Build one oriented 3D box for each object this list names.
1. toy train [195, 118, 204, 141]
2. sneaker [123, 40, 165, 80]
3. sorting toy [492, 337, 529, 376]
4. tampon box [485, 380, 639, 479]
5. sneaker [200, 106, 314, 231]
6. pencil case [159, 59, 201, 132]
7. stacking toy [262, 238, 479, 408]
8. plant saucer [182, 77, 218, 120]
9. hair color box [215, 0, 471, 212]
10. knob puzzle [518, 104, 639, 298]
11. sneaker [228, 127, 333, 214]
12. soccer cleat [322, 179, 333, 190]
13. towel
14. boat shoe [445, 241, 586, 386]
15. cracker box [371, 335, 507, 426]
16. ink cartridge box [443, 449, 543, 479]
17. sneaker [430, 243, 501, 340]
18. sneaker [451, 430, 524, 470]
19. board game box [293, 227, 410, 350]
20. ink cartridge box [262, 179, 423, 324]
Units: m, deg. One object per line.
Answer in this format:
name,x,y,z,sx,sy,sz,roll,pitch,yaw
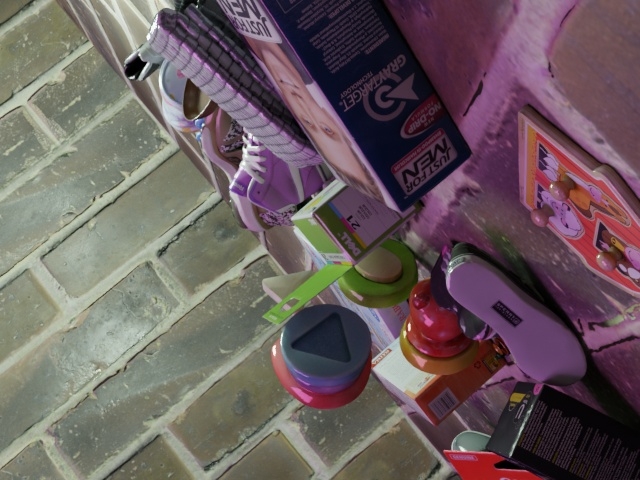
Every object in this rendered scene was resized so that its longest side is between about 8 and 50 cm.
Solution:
toy train,-0.183,-0.240,1.868,0.184,0.105,0.080,100,174,-66
sneaker,-0.357,-0.381,2.066,0.086,0.132,0.229,51,172,-2
sorting toy,0.273,0.161,1.389,0.102,0.042,0.061,53,172,-18
tampon box,0.308,0.254,1.219,0.161,0.101,0.120,28,172,-2
sneaker,-0.081,-0.152,1.756,0.182,0.158,0.410,12,152,20
pencil case,-0.271,-0.299,2.029,0.124,0.113,0.273,55,171,1
stacking toy,0.061,0.088,1.476,0.130,0.309,0.279,87,161,-49
plant saucer,-0.174,-0.268,1.585,0.029,0.168,0.168,17,-172,-26
hair color box,0.000,-0.203,1.025,0.347,0.105,0.174,54,172,-26
knob puzzle,0.239,-0.008,0.865,0.213,0.030,0.213,49,171,10
sneaker,-0.095,-0.152,1.579,0.102,0.161,0.282,43,168,51
soccer cleat,0.045,-0.036,1.699,0.196,0.068,0.076,68,176,-61
towel,-0.078,-0.218,1.248,0.284,0.121,0.235,40,175,-11
boat shoe,0.238,0.084,1.176,0.219,0.078,0.070,44,-154,-14
cracker box,0.189,0.207,1.645,0.067,0.156,0.232,52,172,-16
ink cartridge box,0.372,0.477,1.758,0.275,0.060,0.239,-9,127,43
sneaker,0.205,0.075,1.292,0.077,0.072,0.178,11,-148,-25
sneaker,0.351,0.449,1.943,0.295,0.124,0.178,32,167,42
board game box,0.106,0.129,2.064,0.318,0.066,0.318,41,168,49
ink cartridge box,0.000,0.000,1.394,0.097,0.255,0.189,52,171,-6
